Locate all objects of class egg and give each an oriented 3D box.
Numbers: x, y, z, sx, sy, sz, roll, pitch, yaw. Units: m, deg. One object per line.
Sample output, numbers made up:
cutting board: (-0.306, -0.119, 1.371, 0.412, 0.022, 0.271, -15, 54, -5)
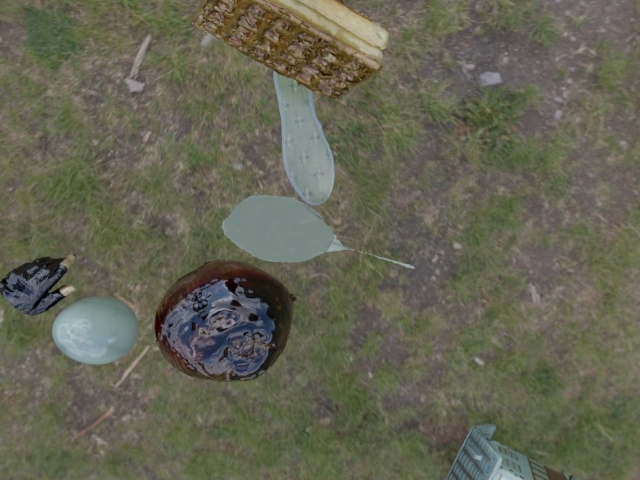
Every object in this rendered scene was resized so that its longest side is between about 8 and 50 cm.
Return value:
egg: (-0.597, 0.239, 1.702, 0.183, 0.264, 0.182, -2, 83, 19)

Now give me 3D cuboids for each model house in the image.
model house: (0.259, 0.404, 0.875, 0.215, 0.198, 0.224, 26, 95, 15)

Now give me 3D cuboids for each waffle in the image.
waffle: (-0.053, -0.364, 1.100, 0.308, 0.213, 0.091, 24, 79, -19)

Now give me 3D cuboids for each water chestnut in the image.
water chestnut: (-0.234, 0.183, 1.590, 0.351, 0.302, 0.350, -14, 135, -14)

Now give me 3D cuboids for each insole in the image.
insole: (-0.038, -0.230, 1.345, 0.109, 0.007, 0.321, -10, 90, 11)

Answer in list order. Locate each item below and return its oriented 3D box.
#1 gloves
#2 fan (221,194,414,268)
gloves: (-0.688, 0.092, 1.587, 0.181, 0.106, 0.129, -45, 67, -2)
fan: (0.000, 0.001, 1.017, 0.310, 0.182, 0.010, 18, 128, 7)
